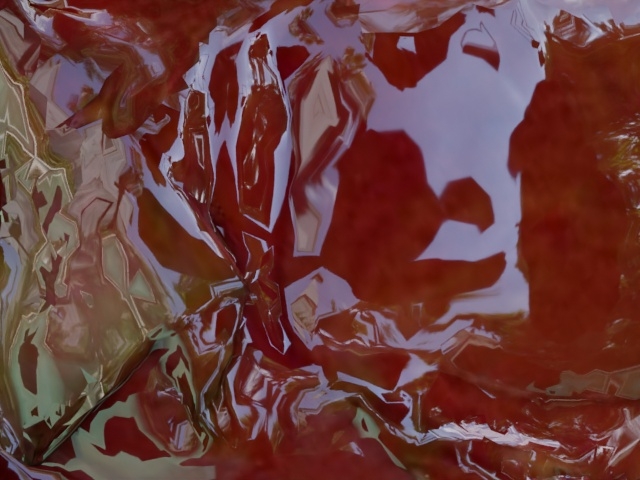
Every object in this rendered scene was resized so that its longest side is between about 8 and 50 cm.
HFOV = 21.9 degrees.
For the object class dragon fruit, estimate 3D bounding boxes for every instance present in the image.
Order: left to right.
[{"bbox_3d":[0.000,0.000,0.436,0.342,0.277,0.277,-33,62,9],"label":"dragon fruit"}]
